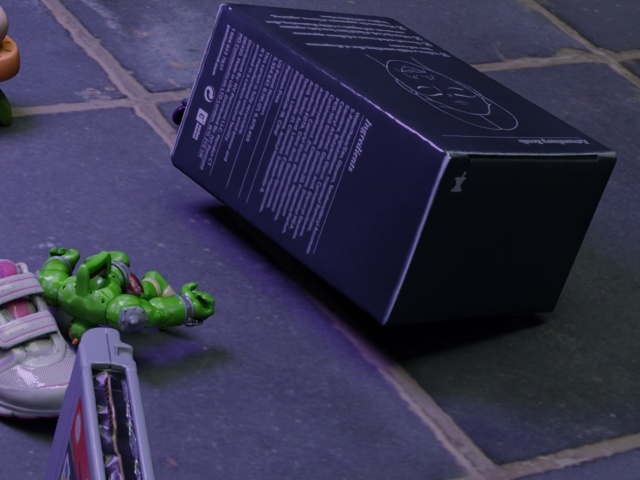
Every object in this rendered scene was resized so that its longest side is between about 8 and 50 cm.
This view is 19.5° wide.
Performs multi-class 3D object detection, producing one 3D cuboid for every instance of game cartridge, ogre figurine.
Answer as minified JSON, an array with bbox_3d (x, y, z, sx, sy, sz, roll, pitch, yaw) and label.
[{"bbox_3d":[-0.186,0.233,1.543,0.060,0.196,0.294,4,31,-15],"label":"game cartridge"},{"bbox_3d":[-0.223,0.053,1.938,0.197,0.097,0.118,37,24,16],"label":"ogre figurine"}]

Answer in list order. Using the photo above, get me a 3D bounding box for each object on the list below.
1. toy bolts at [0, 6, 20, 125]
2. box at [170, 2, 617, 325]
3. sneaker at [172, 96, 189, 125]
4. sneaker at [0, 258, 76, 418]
[{"bbox_3d":[-0.498,-0.232,2.243,0.228,0.158,0.218,-16,41,-40],"label":"toy bolts"},{"bbox_3d":[0.078,-0.093,2.124,0.293,0.212,0.395,-1,29,-44],"label":"box"},{"bbox_3d":[-0.144,-0.184,2.384,0.098,0.083,0.224,0,33,-11],"label":"sneaker"},{"bbox_3d":[-0.313,0.083,1.832,0.252,0.111,0.103,33,36,31],"label":"sneaker"}]
